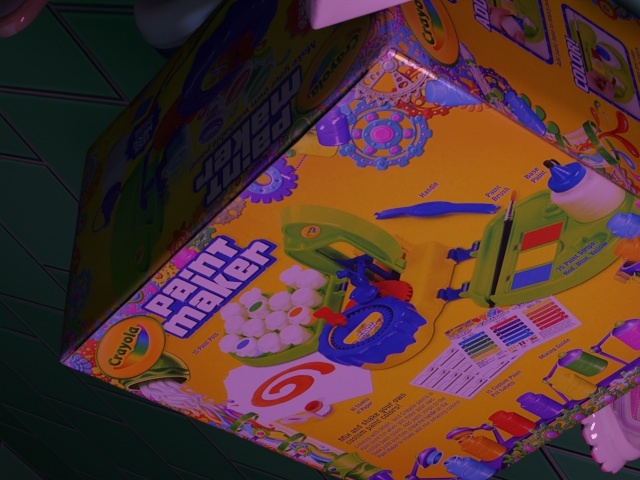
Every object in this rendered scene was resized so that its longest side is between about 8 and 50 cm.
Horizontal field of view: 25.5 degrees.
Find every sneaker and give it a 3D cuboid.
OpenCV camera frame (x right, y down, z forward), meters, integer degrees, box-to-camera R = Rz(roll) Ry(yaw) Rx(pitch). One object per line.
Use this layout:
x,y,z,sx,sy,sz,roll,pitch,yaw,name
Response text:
0.224,0.055,1.073,0.111,0.103,0.252,-21,116,16,sneaker

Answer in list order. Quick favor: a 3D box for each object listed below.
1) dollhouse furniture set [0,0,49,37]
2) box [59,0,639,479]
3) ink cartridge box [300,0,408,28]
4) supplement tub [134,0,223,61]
-0.359,-0.309,0.993,0.303,0.173,0.355,7,146,45,dollhouse furniture set
0.049,-0.016,0.816,0.279,0.177,0.290,27,131,-28,box
0.106,-0.206,0.536,0.275,0.239,0.060,101,149,-65,ink cartridge box
-0.011,-0.126,0.943,0.144,0.144,0.199,0,140,52,supplement tub
